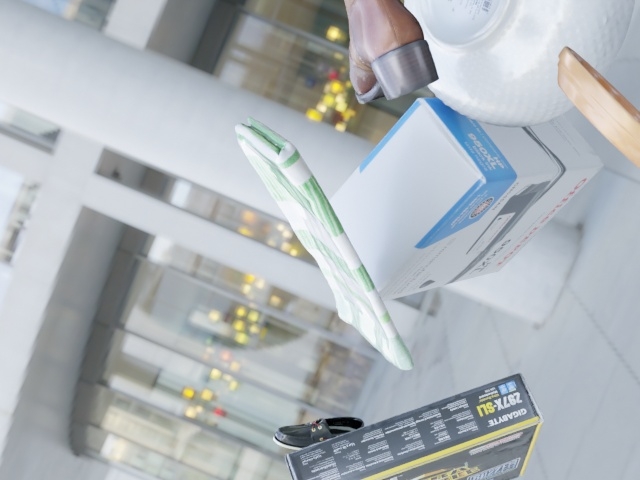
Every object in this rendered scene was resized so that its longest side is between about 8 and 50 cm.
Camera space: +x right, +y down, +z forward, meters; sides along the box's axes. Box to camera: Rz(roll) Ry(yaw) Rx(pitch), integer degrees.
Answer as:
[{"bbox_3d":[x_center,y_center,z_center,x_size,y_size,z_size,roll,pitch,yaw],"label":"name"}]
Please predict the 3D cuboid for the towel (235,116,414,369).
[{"bbox_3d":[0.000,0.000,1.506,0.038,0.325,0.248,-31,21,-8],"label":"towel"}]

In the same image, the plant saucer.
[{"bbox_3d":[0.326,-0.131,1.273,0.037,0.200,0.200,-45,6,17],"label":"plant saucer"}]

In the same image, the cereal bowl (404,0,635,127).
[{"bbox_3d":[0.231,-0.322,1.527,0.141,0.339,0.339,3,-63,-43],"label":"cereal bowl"}]

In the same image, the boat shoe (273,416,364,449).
[{"bbox_3d":[-0.002,0.269,1.652,0.049,0.133,0.042,-120,37,-58],"label":"boat shoe"}]

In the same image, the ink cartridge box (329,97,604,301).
[{"bbox_3d":[0.219,-0.071,1.809,0.395,0.166,0.285,-10,-32,-52],"label":"ink cartridge box"}]

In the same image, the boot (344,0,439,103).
[{"bbox_3d":[0.036,-0.298,1.327,0.096,0.280,0.264,-22,8,6],"label":"boot"}]

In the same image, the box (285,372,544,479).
[{"bbox_3d":[0.123,0.300,1.560,0.257,0.322,0.079,85,166,-65],"label":"box"}]
